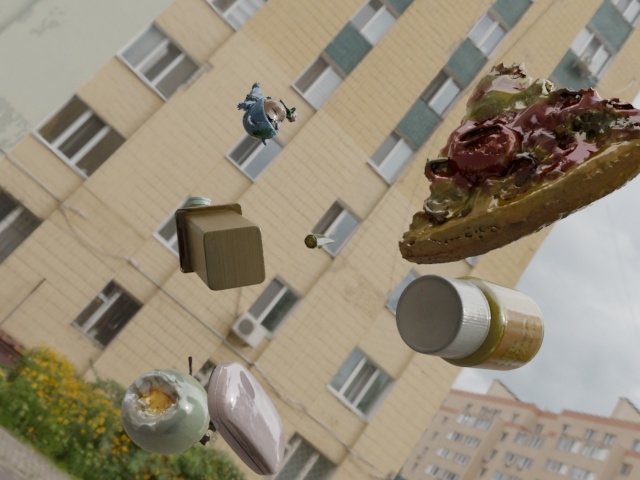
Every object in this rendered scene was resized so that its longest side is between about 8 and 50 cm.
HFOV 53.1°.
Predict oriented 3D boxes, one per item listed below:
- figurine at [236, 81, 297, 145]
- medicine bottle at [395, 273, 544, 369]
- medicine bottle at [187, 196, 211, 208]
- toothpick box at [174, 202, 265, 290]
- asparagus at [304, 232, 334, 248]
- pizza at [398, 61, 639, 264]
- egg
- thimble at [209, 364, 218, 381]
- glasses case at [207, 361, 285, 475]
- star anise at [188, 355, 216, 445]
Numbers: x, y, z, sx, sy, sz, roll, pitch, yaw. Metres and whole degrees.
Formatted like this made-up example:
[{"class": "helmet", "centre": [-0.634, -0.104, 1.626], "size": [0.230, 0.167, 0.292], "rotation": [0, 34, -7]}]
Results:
[{"class": "figurine", "centre": [-0.140, -0.345, 1.676], "size": [0.114, 0.145, 0.178], "rotation": [72, 1, -49]}, {"class": "medicine bottle", "centre": [0.373, 0.203, 1.584], "size": [0.385, 0.224, 0.224], "rotation": [16, 1, -45]}, {"class": "medicine bottle", "centre": [-0.385, -0.025, 2.016], "size": [0.074, 0.218, 0.074], "rotation": [-1, -13, 0]}, {"class": "toothpick box", "centre": [-0.258, 0.016, 1.666], "size": [0.308, 0.190, 0.187], "rotation": [-154, -121, -68]}, {"class": "asparagus", "centre": [0.000, 0.000, 1.905], "size": [0.045, 0.041, 0.178], "rotation": [41, 14, 13]}, {"class": "pizza", "centre": [0.302, -0.172, 1.059], "size": [0.440, 0.405, 0.130], "rotation": [-26, -48, 22]}, {"class": "egg", "centre": [-0.333, 0.381, 1.408], "size": [0.183, 0.183, 0.217], "rotation": [30, -26, 24]}, {"class": "thimble", "centre": [-0.323, 0.467, 2.184], "size": [0.095, 0.066, 0.104], "rotation": [11, -13, 30]}, {"class": "glasses case", "centre": [-0.133, 0.337, 1.195], "size": [0.075, 0.113, 0.296], "rotation": [-6, -45, 16]}, {"class": "star anise", "centre": [-0.358, 0.441, 1.723], "size": [0.073, 0.177, 0.233], "rotation": [-41, -104, 35]}]
